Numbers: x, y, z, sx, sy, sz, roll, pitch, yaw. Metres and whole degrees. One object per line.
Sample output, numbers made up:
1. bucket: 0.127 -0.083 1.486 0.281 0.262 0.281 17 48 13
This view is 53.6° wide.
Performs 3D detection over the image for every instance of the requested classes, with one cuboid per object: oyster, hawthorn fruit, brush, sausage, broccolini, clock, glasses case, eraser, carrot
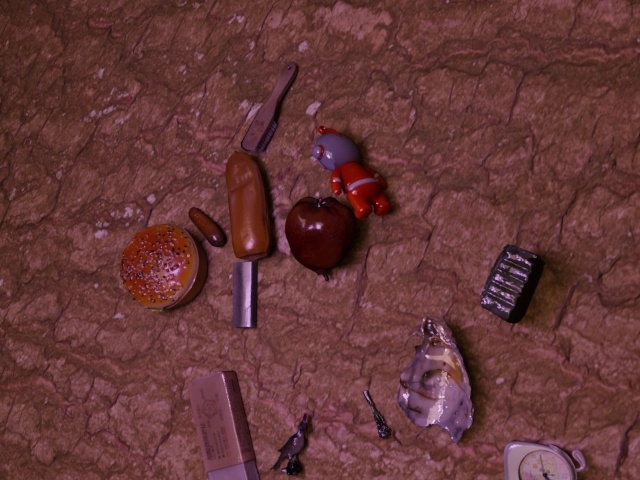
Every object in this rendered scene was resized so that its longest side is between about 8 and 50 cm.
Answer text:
1. oyster: 0.309 0.369 1.662 0.275 0.100 0.271 41 102 13
2. hawthorn fruit: 0.000 0.000 1.828 0.207 0.208 0.248 9 109 27
3. brush: -0.153 -0.420 2.046 0.070 0.065 0.328 21 81 33
4. sausage: -0.227 -0.116 1.994 0.134 0.116 0.354 -19 70 35
5. broccolini: 0.151 0.484 1.763 0.140 0.030 0.035 62 144 25
6. clock: 0.544 0.566 1.534 0.190 0.062 0.152 -4 79 25
7. glasses case: -0.238 0.170 1.987 0.070 0.047 0.205 -4 79 24
8. eraser: -0.295 0.579 1.929 0.144 0.078 0.344 -22 74 22
9. carrot: -0.376 -0.048 2.084 0.060 0.060 0.186 -49 62 10

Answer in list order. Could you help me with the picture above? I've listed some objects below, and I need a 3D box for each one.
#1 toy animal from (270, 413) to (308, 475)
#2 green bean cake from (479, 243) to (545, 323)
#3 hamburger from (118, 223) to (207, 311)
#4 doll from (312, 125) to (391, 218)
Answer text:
1. toy animal: -0.077 0.594 1.828 0.105 0.070 0.203 26 97 46
2. green bean cake: 0.477 0.109 1.581 0.094 0.173 0.182 26 94 29
3. hamburger: -0.516 0.090 2.063 0.300 0.176 0.301 -5 78 24
4. doll: 0.074 -0.207 1.834 0.337 0.199 0.105 59 139 22
